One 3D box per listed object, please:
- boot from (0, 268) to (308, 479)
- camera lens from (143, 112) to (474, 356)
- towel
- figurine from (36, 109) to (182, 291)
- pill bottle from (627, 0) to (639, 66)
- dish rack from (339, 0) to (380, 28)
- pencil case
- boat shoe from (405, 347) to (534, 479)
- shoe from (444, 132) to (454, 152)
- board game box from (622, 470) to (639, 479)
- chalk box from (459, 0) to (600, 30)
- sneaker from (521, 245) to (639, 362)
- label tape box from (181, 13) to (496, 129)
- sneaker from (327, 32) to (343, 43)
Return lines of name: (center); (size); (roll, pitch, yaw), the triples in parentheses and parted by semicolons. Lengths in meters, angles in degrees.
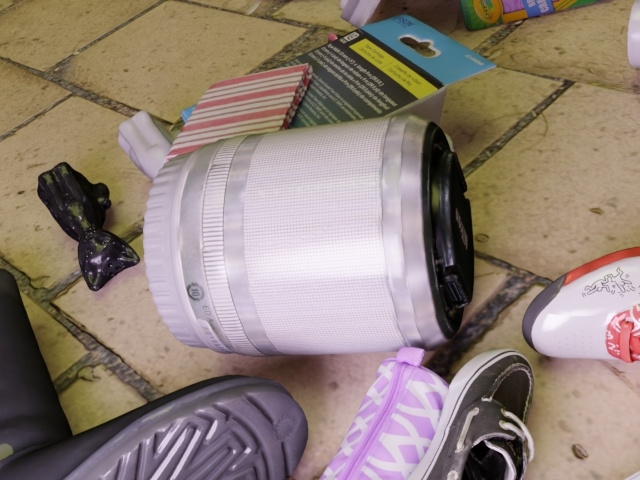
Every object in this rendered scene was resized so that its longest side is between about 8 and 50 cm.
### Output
boot: (-0.269, 0.155, 0.779); (0.367, 0.146, 0.445); (-31, 35, -17)
camera lens: (0.000, 0.000, 0.764); (0.274, 0.219, 0.219); (-5, 40, 18)
towel: (-0.095, -0.150, 0.970); (0.144, 0.029, 0.197); (-6, 38, 20)
figurine: (-0.245, -0.052, 1.044); (0.215, 0.092, 0.209); (-35, 48, -6)
pill bottle: (0.472, -0.249, 0.947); (0.187, 0.112, 0.112); (7, 45, 31)
dish rack: (0.119, -0.494, 1.260); (0.072, 0.285, 0.333); (28, 37, -3)
pencil case: (0.038, 0.188, 0.629); (0.086, 0.088, 0.206); (-1, 39, 39)
boat shoe: (0.126, 0.165, 0.604); (0.070, 0.077, 0.219); (-22, 22, 49)
shoe: (0.076, -0.055, 0.913); (0.178, 0.081, 0.063); (-23, 45, 1)
board game box: (0.213, 0.294, 0.450); (0.193, 0.053, 0.305); (-26, 38, -8)
chalk box: (0.284, -0.453, 1.228); (0.289, 0.179, 0.180); (-10, 40, 15)
sneaker: (0.313, 0.073, 0.645); (0.270, 0.090, 0.145); (-14, 36, 3)
label tape box: (0.022, -0.153, 1.031); (0.348, 0.115, 0.249); (-26, 38, -10)
sneaker: (0.052, -0.297, 1.256); (0.057, 0.047, 0.119); (-11, 33, -26)
